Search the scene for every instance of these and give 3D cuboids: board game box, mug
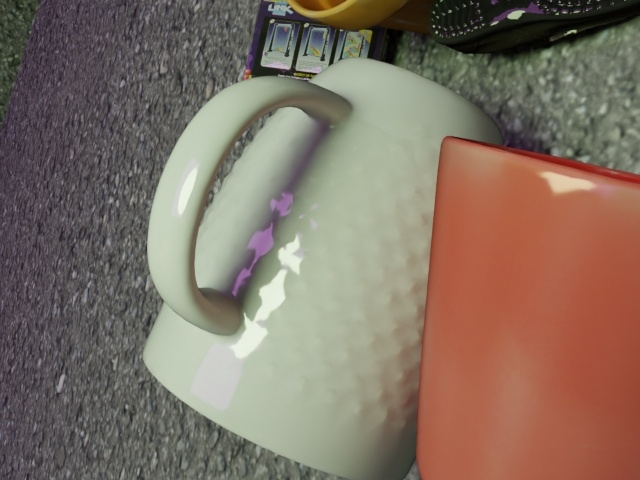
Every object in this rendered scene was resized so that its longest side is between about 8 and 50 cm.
[{"bbox_3d":[-0.002,-0.237,0.940,0.170,0.048,0.141,11,84,15],"label":"board game box"},{"bbox_3d":[0.000,0.000,0.671,0.276,0.374,0.328,25,90,37],"label":"mug"}]

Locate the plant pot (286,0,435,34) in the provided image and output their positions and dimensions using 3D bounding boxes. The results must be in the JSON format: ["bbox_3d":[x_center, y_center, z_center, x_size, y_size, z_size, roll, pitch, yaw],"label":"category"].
[{"bbox_3d":[0.087,-0.312,0.806,0.205,0.188,0.205,-12,74,47],"label":"plant pot"}]

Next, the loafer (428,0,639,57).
[{"bbox_3d":[0.217,-0.230,0.721,0.220,0.078,0.080,-3,79,32],"label":"loafer"}]

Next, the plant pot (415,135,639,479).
[{"bbox_3d":[0.189,0.073,0.523,0.275,0.275,0.243,27,109,51],"label":"plant pot"}]
